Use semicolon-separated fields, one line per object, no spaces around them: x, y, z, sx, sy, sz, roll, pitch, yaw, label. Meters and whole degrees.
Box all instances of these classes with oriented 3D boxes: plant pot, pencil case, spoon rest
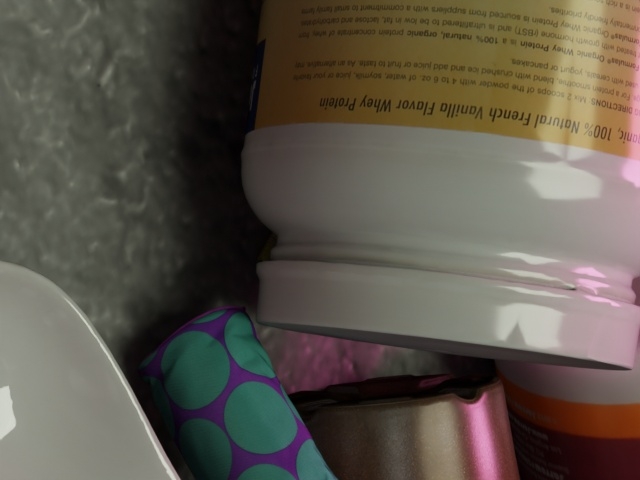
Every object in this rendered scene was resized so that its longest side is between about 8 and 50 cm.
0.043;0.160;1.027;0.167;0.167;0.165;-8;92;-44;plant pot
-0.028;0.107;0.950;0.070;0.064;0.152;-22;69;-31;pencil case
-0.117;0.118;0.904;0.276;0.084;0.137;48;62;-38;spoon rest

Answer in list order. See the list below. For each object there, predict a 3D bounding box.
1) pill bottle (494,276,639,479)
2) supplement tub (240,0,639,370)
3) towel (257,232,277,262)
0.248;0.198;1.178;0.224;0.224;0.392;-31;115;-39;pill bottle
0.081;-0.101;0.967;0.228;0.228;0.316;13;83;-45;supplement tub
0.000;0.000;1.060;0.083;0.009;0.060;-52;128;-28;towel
